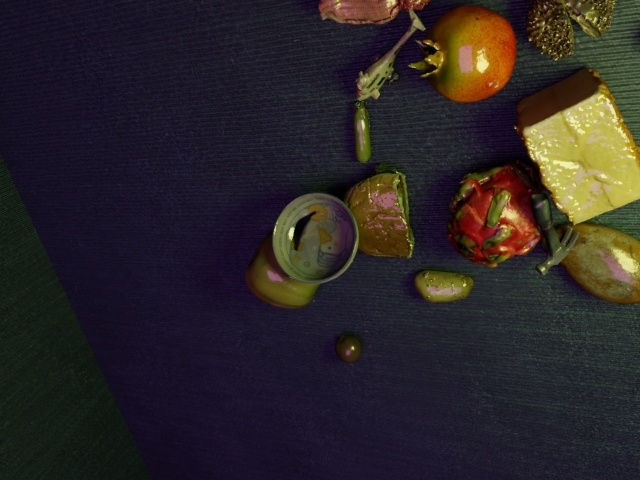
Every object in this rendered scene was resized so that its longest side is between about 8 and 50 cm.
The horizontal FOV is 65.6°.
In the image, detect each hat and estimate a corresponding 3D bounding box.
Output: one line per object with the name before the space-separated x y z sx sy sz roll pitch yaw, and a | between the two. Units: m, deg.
hat | 0.144 -0.637 1.223 0.286 0.107 0.237 23 116 17

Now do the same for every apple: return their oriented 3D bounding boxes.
apple | -0.116 0.095 1.669 0.278 0.279 0.279 10 121 16

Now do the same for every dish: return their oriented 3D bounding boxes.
dish | 0.000 0.000 1.518 0.273 0.133 0.274 -3 80 21

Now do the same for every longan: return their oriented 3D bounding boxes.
longan | 0.102 0.400 1.850 0.113 0.092 0.114 21 122 39

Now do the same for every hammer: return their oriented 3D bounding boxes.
hammer | 0.580 -0.030 1.251 0.137 0.037 0.290 -43 135 -1

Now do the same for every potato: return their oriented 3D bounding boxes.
potato | 0.394 0.146 1.593 0.187 0.085 0.105 -4 95 20

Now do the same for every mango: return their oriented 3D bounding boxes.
mango | 0.765 0.052 1.359 0.316 0.146 0.193 33 128 23

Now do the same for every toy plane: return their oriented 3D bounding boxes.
toy plane | 0.171 -0.466 1.290 0.286 0.108 0.092 -41 78 44

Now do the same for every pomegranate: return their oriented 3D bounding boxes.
pomegranate | 0.336 -0.440 1.177 0.256 0.221 0.221 -14 122 -21

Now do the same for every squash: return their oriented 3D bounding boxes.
squash | 0.122 -0.314 1.456 0.052 0.052 0.184 5 117 19

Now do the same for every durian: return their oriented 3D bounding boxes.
durian | 0.548 -0.516 1.119 0.195 0.167 0.196 1 94 15

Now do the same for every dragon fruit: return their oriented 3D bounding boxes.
dragon fruit | 0.477 -0.073 1.348 0.231 0.237 0.303 7 115 -34

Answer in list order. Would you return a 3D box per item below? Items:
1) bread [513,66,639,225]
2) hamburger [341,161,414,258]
bread | 0.614 -0.227 1.174 0.207 0.279 0.279 -26 105 29
hamburger | 0.171 -0.075 1.524 0.211 0.132 0.309 -4 118 21
